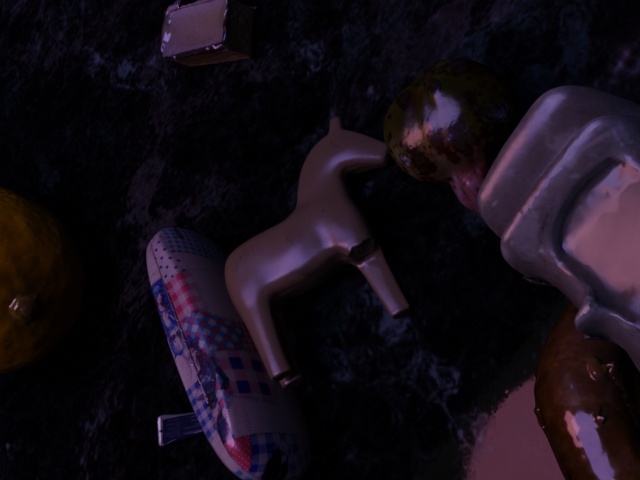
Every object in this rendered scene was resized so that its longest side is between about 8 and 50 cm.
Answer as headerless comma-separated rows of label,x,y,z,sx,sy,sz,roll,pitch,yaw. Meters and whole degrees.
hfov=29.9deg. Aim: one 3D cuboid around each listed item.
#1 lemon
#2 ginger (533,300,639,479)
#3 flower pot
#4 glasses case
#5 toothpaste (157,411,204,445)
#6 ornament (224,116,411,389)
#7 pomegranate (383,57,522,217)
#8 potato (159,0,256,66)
lemon,-0.437,0.046,1.523,0.320,0.245,0.245,19,90,48
ginger,0.262,0.176,1.002,0.133,0.107,0.309,-56,45,31
flower pot,0.307,0.035,0.900,0.367,0.254,0.164,49,116,38
glasses case,-0.103,0.120,1.304,0.076,0.125,0.327,-41,55,23
toothpaste,-0.138,0.210,1.377,0.140,0.021,0.037,-17,68,37
ornament,0.000,0.000,1.283,0.230,0.061,0.245,-32,60,9
pomegranate,0.135,-0.098,1.170,0.138,0.125,0.163,-26,62,17
potato,-0.141,-0.259,1.487,0.122,0.061,0.086,-3,76,41
